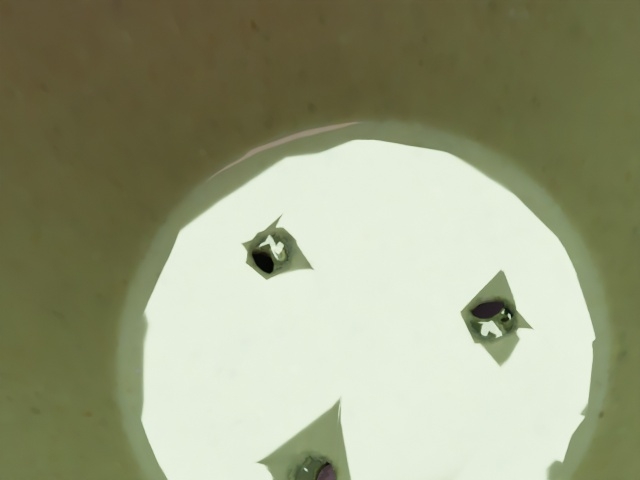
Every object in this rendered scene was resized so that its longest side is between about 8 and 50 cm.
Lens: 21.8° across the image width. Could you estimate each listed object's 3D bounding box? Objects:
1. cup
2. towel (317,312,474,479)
[{"bbox_3d":[0.000,0.000,0.459,0.331,0.331,0.237,-19,157,1],"label":"cup"},{"bbox_3d":[-0.061,0.184,0.659,0.331,0.053,0.317,-17,115,1],"label":"towel"}]
